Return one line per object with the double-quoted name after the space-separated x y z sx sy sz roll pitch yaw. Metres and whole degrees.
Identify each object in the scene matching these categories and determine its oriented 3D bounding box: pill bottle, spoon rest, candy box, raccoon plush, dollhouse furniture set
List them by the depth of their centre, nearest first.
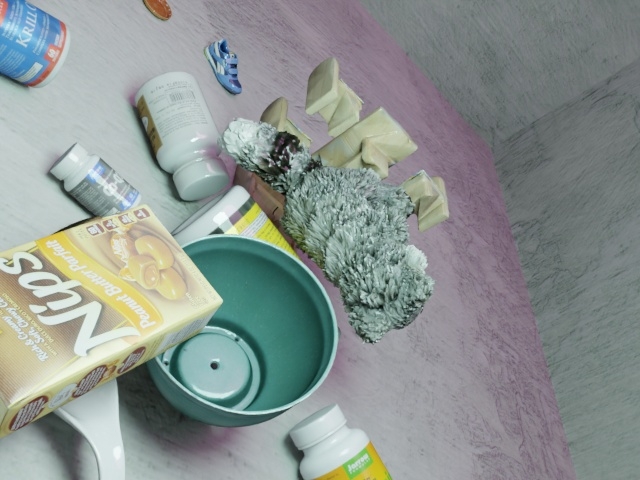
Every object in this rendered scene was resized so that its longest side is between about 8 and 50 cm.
-0.299 0.084 0.932 0.183 0.087 0.316 49 41 14 "candy box"
-0.314 0.232 0.995 0.137 0.084 0.276 7 57 -54 "spoon rest"
-0.523 -0.342 1.194 0.221 0.124 0.124 24 43 -47 "pill bottle"
-0.370 -0.092 1.240 0.137 0.078 0.078 45 30 -24 "pill bottle"
0.000 0.000 1.308 0.446 0.216 0.299 22 27 -16 "raccoon plush"
0.048 0.422 1.337 0.245 0.136 0.136 60 27 3 "pill bottle"
-0.116 0.082 1.358 0.334 0.188 0.188 52 28 -11 "pill bottle"
-0.264 -0.200 1.466 0.131 0.131 0.229 1 61 -58 "pill bottle"
0.005 -0.149 1.570 0.362 0.394 0.256 42 31 -28 "dollhouse furniture set"

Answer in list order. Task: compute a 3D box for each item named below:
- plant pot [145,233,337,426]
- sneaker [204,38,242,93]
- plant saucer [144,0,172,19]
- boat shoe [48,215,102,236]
-0.145 0.163 1.164 0.293 0.196 0.293 13 53 -17 "plant pot"
-0.227 -0.424 1.834 0.144 0.059 0.053 61 25 3 "sneaker"
-0.382 -0.548 1.755 0.083 0.013 0.083 40 32 -31 "plant saucer"
-0.384 0.026 1.124 0.190 0.068 0.072 -45 114 -52 "boat shoe"
